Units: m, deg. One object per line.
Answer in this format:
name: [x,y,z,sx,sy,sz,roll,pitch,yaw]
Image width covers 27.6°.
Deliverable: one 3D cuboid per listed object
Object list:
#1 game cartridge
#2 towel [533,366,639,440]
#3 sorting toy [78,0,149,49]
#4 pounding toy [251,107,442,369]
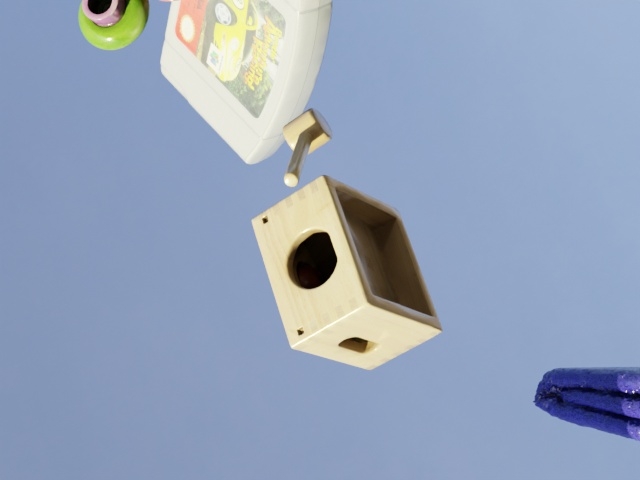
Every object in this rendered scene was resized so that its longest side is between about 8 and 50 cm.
game cartridge: [-0.078,-0.229,1.372,0.060,0.294,0.196,-29,-118,-37]
towel: [0.409,0.171,1.369,0.308,0.227,0.076,2,-96,-20]
sorting toy: [-0.125,-0.173,0.854,0.061,0.102,0.042,60,-171,19]
pounding toy: [-0.007,-0.007,1.123,0.181,0.094,0.206,22,-137,-54]
